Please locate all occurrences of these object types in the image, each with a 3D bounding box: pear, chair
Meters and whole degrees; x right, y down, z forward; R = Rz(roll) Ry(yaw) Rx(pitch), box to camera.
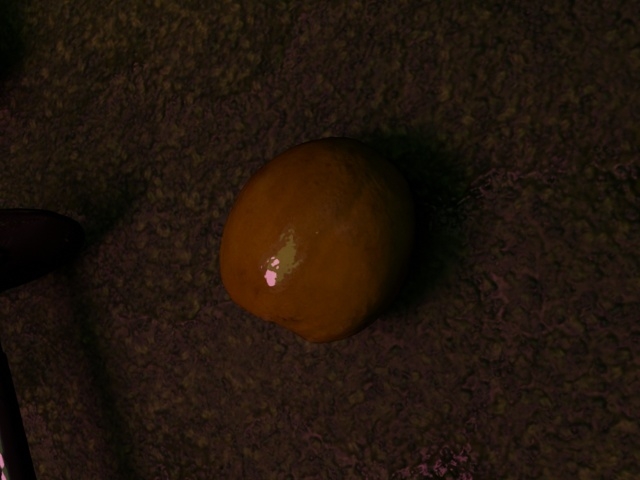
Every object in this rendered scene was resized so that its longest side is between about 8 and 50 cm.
[{"bbox_3d":[0.000,0.000,0.652,0.149,0.149,0.162,26,74,25],"label":"pear"},{"bbox_3d":[-0.262,0.196,0.712,0.227,0.227,0.400,-26,76,21],"label":"chair"}]
